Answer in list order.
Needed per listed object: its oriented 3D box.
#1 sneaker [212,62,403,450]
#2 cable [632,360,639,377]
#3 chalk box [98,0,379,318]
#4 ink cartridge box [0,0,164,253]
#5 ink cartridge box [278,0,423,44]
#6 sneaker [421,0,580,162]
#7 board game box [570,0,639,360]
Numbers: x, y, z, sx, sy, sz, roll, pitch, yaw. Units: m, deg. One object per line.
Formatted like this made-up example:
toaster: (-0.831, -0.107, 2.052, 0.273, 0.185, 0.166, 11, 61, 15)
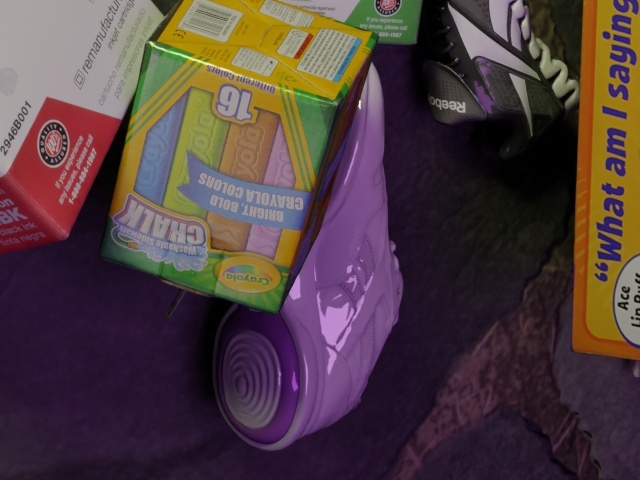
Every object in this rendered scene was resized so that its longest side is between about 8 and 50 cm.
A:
sneaker: (0.000, 0.000, 1.481, 0.152, 0.114, 0.305, -6, 110, -53)
cable: (0.303, -0.016, 1.713, 0.139, 0.072, 0.287, -6, 97, -15)
chalk box: (-0.060, -0.043, 1.319, 0.132, 0.132, 0.213, 18, 120, 4)
ink cartridge box: (-0.239, -0.149, 1.195, 0.273, 0.114, 0.197, 49, 45, -35)
ink cartridge box: (0.003, -0.250, 1.390, 0.153, 0.087, 0.208, 0, 107, -34)
sneaker: (0.113, -0.144, 1.508, 0.106, 0.078, 0.234, -51, 128, -12)
board game box: (0.430, -0.092, 1.478, 0.356, 0.356, 0.356, -10, 104, -54)
